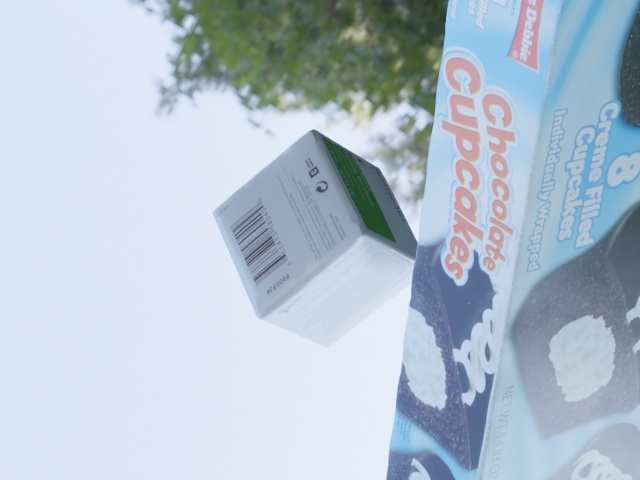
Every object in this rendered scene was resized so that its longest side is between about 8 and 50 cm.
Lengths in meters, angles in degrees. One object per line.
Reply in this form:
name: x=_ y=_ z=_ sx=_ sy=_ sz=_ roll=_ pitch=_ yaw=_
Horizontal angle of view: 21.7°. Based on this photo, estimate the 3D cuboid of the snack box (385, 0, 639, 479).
snack box: x=0.124 y=0.005 z=0.681 sx=0.187 sy=0.322 sz=0.060 roll=-18 pitch=-142 yaw=-34

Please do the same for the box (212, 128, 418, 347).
box: x=0.000 y=0.000 z=1.162 sx=0.087 sy=0.102 sz=0.101 roll=28 pitch=-150 yaw=-50
